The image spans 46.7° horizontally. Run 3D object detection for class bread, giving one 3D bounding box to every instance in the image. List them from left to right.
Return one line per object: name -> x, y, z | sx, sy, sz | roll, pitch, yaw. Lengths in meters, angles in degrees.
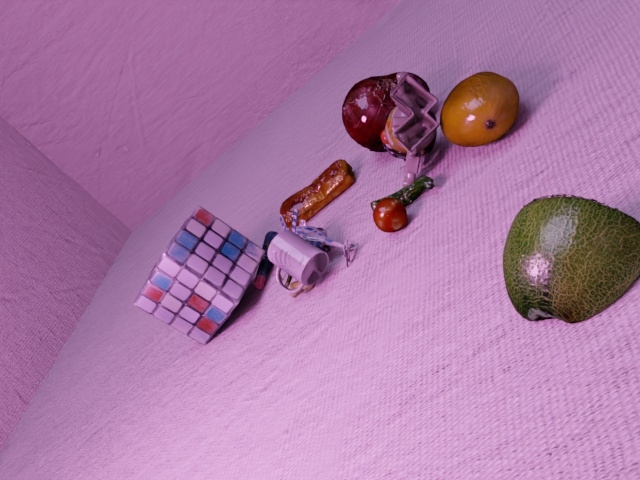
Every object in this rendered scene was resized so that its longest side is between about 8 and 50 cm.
bread -> -0.013, -0.142, 2.312 | 0.271, 0.077, 0.139 | -36, 25, 18

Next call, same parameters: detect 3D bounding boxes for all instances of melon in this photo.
melon -> 0.362, 0.030, 1.162 | 0.265, 0.129, 0.169 | -8, 44, 58

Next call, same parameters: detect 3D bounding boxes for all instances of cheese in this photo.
cheese -> -0.051, 0.122, 1.942 | 0.083, 0.030, 0.044 | -19, 53, 43

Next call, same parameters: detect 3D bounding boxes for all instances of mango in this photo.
mango -> 0.376, -0.319, 1.807 | 0.195, 0.142, 0.332 | -41, 13, 7

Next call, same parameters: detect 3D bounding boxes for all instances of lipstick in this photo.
lipstick -> -0.163, 0.064, 2.260 | 0.053, 0.053, 0.234 | -34, 28, 30

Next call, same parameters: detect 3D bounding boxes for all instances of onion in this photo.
onion -> 0.196, -0.388, 2.188 | 0.281, 0.281, 0.221 | -42, 63, 11

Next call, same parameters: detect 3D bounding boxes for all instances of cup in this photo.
cup -> -0.069, 0.058, 1.893 | 0.133, 0.099, 0.136 | 33, 82, 31

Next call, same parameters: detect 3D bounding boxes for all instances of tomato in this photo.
tomato -> 0.170, -0.059, 1.779 | 0.087, 0.087, 0.075 | -46, 45, -1

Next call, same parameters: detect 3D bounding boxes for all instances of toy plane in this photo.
toy plane -> 0.000, -0.010, 1.966 | 0.107, 0.182, 0.273 | -20, 3, -38

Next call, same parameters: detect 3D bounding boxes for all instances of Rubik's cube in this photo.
Rubik's cube -> -0.355, 0.104, 2.185 | 0.253, 0.259, 0.256 | -50, 12, 39

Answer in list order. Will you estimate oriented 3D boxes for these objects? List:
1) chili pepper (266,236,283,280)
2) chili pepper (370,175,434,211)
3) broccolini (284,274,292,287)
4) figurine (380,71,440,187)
chili pepper -> -0.119, 0.031, 2.184 | 0.072, 0.073, 0.204 | -47, 18, 15
chili pepper -> 0.209, -0.111, 1.837 | 0.182, 0.050, 0.073 | -29, -11, 29
broccolini -> -0.083, 0.068, 2.065 | 0.044, 0.042, 0.218 | -35, 17, 25
figurine -> 0.230, -0.286, 1.905 | 0.308, 0.143, 0.309 | 14, -90, -84
